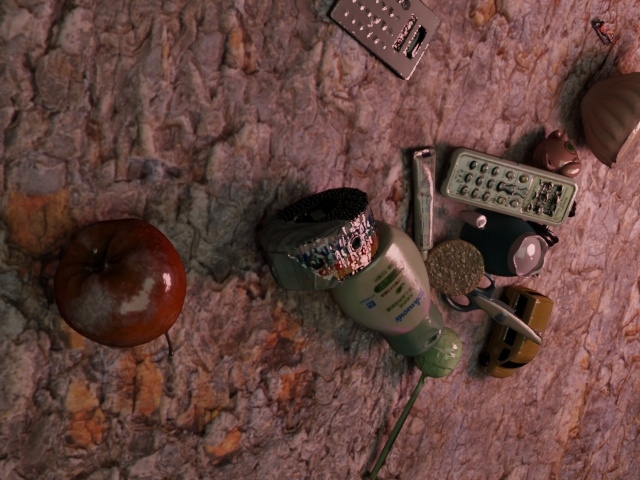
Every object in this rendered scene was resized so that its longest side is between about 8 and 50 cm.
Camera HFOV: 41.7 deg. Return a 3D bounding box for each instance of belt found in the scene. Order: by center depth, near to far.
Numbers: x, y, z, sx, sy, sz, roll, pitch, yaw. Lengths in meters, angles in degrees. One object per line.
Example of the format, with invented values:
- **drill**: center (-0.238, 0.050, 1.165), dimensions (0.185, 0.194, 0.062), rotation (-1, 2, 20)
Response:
- **belt**: center (0.000, 0.000, 1.725), dimensions (0.257, 0.207, 0.150), rotation (-33, 120, -29)

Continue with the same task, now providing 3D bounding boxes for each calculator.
- **calculator**: center (0.140, -0.464, 1.762), dimensions (0.261, 0.021, 0.161), rotation (30, 90, -36)

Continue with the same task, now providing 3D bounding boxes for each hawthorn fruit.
- **hawthorn fruit**: center (-0.357, 0.076, 1.526), dimensions (0.231, 0.263, 0.235), rotation (18, 87, 0)

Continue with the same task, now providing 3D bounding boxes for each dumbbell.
- **dumbbell**: center (0.588, -0.054, 2.156), dimensions (0.099, 0.099, 0.209), rotation (36, 85, -37)

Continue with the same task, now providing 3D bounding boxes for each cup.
- **cup**: center (0.453, 0.015, 2.047), dimensions (0.299, 0.173, 0.168), rotation (35, 88, -37)

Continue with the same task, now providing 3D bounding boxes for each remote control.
- **remote control**: center (0.447, -0.128, 2.002), dimensions (0.335, 0.065, 0.128), rotation (14, 105, -15)

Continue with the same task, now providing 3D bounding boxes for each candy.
- **candy**: center (0.222, 0.411, 2.095), dimensions (0.119, 0.119, 0.440), rotation (18, 103, -36)

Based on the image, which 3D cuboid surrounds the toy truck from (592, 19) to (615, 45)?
- **toy truck**: center (0.714, -0.524, 2.114), dimensions (0.032, 0.024, 0.083), rotation (-35, 132, 17)

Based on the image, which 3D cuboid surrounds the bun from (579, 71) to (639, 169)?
- **bun**: center (0.750, -0.329, 2.134), dimensions (0.263, 0.175, 0.263), rotation (-46, 163, -19)

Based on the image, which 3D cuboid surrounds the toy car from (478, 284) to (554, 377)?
- **toy car**: center (0.515, 0.251, 2.203), dimensions (0.101, 0.124, 0.257), rotation (11, 100, -34)

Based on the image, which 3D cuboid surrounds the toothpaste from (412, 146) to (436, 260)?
- **toothpaste**: center (0.239, -0.081, 1.951), dimensions (0.069, 0.047, 0.269), rotation (-5, 108, -12)

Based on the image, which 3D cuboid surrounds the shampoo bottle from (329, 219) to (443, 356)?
- **shampoo bottle**: center (0.162, 0.127, 1.912), dimensions (0.222, 0.151, 0.350), rotation (-45, 126, -14)

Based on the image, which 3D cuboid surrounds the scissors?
- **scissors**: center (0.443, 0.176, 2.094), dimensions (0.289, 0.041, 0.138), rotation (35, 120, -11)

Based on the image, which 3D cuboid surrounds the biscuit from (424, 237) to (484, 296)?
- **biscuit**: center (0.322, 0.066, 2.026), dimensions (0.152, 0.020, 0.152), rotation (3, 113, 7)

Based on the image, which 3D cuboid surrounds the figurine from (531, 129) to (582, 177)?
- **figurine**: center (0.587, -0.196, 2.087), dimensions (0.125, 0.125, 0.138), rotation (52, 38, -35)
